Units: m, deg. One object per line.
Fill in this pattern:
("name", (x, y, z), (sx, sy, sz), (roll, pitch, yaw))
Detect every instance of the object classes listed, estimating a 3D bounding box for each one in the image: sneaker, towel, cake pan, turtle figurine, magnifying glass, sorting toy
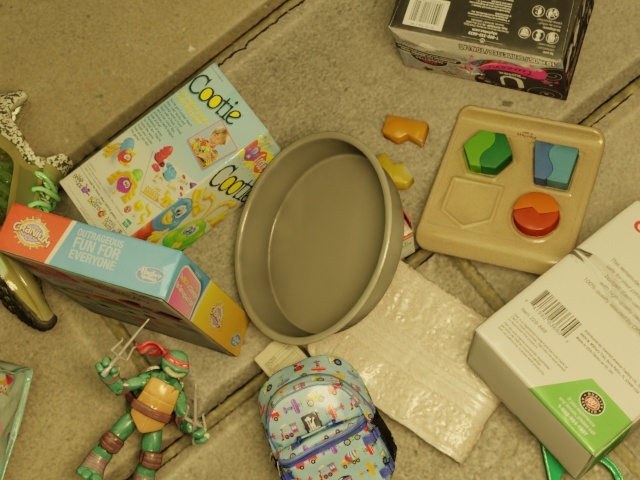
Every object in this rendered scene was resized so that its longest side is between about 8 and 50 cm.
("sneaker", (-0.441, -0.066, 1.863), (0.182, 0.158, 0.410), (-21, 73, -13))
("towel", (0.126, 0.146, 1.702), (0.282, 0.049, 0.187), (33, 83, 20))
("cake pan", (0.000, 0.000, 1.710), (0.293, 0.054, 0.293), (-16, 67, 41))
("turtle figurine", (-0.227, 0.229, 1.707), (0.175, 0.118, 0.234), (26, 96, 5))
("magnifying glass", (0.300, 0.263, 1.617), (0.092, 0.026, 0.231), (-36, 81, -4))
("sorting toy", (0.215, -0.084, 1.741), (0.307, 0.041, 0.229), (13, 66, 18))

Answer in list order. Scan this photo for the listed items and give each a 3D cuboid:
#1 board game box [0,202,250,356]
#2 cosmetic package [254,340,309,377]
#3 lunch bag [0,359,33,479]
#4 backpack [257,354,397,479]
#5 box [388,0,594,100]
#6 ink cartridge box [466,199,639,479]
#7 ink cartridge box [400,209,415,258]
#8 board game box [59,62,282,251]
("board game box", (-0.249, 0.059, 1.673), (0.242, 0.316, 0.064), (16, 76, 17))
("cosmetic package", (-0.030, 0.187, 1.729), (0.060, 0.041, 0.115), (-41, 68, 0))
("lunch bag", (-0.550, 0.279, 1.762), (0.223, 0.160, 0.262), (13, 87, 13))
("backpack", (0.002, 0.243, 1.631), (0.158, 0.117, 0.173), (-23, 102, 5))
("box", (0.242, -0.312, 1.772), (0.247, 0.142, 0.163), (14, 78, 18))
("ink cartridge box", (0.361, 0.121, 1.583), (0.289, 0.121, 0.211), (-36, 68, -16))
("ink cartridge box", (0.100, -0.023, 1.725), (0.029, 0.115, 0.063), (-29, 68, -4))
("board game box", (-0.202, -0.095, 1.804), (0.275, 0.142, 0.144), (-37, 68, 0))
